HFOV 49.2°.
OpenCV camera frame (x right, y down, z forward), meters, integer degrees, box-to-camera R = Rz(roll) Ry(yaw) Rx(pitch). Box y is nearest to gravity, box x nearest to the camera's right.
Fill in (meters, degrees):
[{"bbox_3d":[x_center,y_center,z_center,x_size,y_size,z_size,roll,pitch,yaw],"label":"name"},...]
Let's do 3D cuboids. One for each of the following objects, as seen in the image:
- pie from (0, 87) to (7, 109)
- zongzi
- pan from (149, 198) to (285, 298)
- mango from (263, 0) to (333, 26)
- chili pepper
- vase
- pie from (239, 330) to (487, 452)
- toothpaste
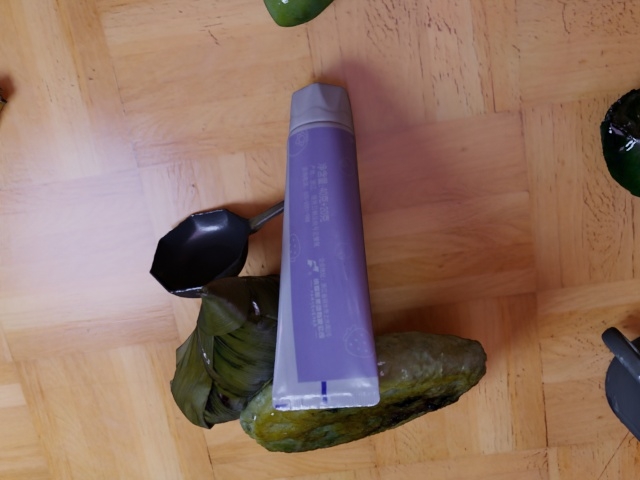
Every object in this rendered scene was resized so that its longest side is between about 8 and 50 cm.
[{"bbox_3d":[-0.462,-0.140,0.895,0.092,0.034,0.170,33,112,-10],"label":"pie"},{"bbox_3d":[-0.132,0.140,0.856,0.251,0.274,0.125,-46,68,16],"label":"zongzi"},{"bbox_3d":[-0.113,0.016,0.885,0.202,0.128,0.048,-9,141,19],"label":"pan"},{"bbox_3d":[0.009,-0.356,0.776,0.237,0.091,0.137,-40,97,14],"label":"mango"},{"bbox_3d":[0.456,-0.117,0.837,0.264,0.116,0.148,5,120,1],"label":"chili pepper"},{"bbox_3d":[0.450,0.218,0.851,0.251,0.301,0.156,44,105,-2],"label":"vase"},{"bbox_3d":[0.065,0.199,0.882,0.323,0.070,0.323,-10,151,-6],"label":"pie"},{"bbox_3d":[0.000,0.000,0.788,0.125,0.080,0.371,-10,67,24],"label":"toothpaste"}]
